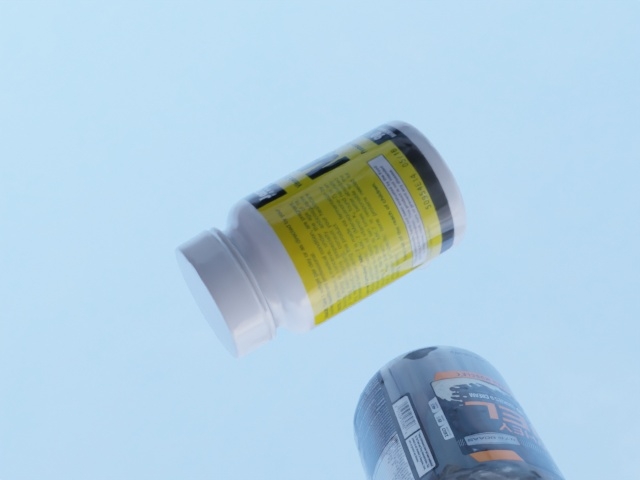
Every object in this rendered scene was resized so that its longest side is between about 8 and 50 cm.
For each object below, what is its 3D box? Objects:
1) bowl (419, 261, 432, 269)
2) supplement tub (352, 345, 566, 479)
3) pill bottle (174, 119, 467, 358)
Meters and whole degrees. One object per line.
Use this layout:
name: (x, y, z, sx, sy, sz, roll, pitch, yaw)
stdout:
bowl: (0.096, -0.042, 1.274, 0.142, 0.053, 0.142, 15, -121, -26)
supplement tub: (0.151, 0.261, 1.032, 0.193, 0.193, 0.316, -23, -155, 1)
pill bottle: (0.000, 0.000, 0.785, 0.208, 0.119, 0.119, -29, -120, -16)
